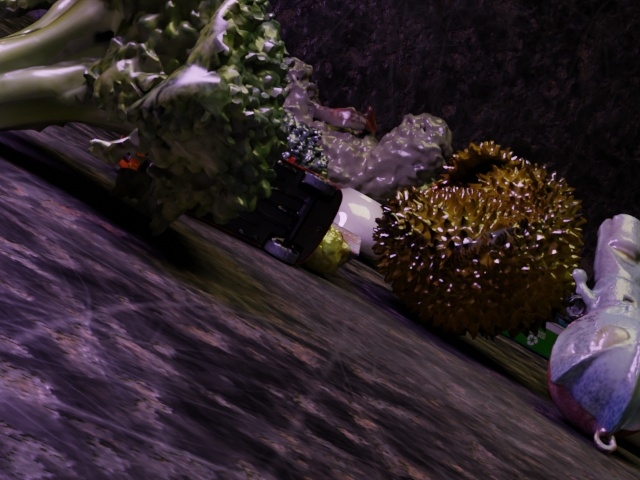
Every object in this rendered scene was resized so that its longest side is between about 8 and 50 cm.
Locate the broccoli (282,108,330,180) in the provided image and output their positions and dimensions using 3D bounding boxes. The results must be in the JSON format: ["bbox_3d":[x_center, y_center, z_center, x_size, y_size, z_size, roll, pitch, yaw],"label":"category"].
[{"bbox_3d":[-0.103,-0.114,2.045,0.165,0.145,0.304,32,-9,-18],"label":"broccoli"}]

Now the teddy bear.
[{"bbox_3d":[0.050,-0.123,2.423,0.357,0.224,0.367,23,-7,15],"label":"teddy bear"}]

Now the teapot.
[{"bbox_3d":[0.052,-0.026,2.207,0.145,0.092,0.226,32,2,12],"label":"teapot"}]

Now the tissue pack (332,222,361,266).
[{"bbox_3d":[0.000,0.000,1.775,0.083,0.035,0.063,28,-37,-26],"label":"tissue pack"}]

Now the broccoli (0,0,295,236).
[{"bbox_3d":[-0.170,-0.171,1.327,0.318,0.338,0.277,9,-25,2],"label":"broccoli"}]

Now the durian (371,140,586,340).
[{"bbox_3d":[0.194,0.010,1.812,0.293,0.258,0.258,17,-5,41],"label":"durian"}]

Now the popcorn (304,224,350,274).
[{"bbox_3d":[-0.004,0.006,1.711,0.083,0.059,0.068,22,3,12],"label":"popcorn"}]

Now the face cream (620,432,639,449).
[{"bbox_3d":[0.458,0.247,1.786,0.349,0.081,0.173,30,12,0],"label":"face cream"}]

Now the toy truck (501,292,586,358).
[{"bbox_3d":[0.336,0.104,2.310,0.253,0.124,0.114,27,5,-12],"label":"toy truck"}]

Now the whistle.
[{"bbox_3d":[0.342,0.108,1.680,0.142,0.133,0.346,8,45,7],"label":"whistle"}]

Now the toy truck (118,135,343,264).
[{"bbox_3d":[-0.102,-0.071,1.623,0.253,0.107,0.114,26,7,-34],"label":"toy truck"}]
